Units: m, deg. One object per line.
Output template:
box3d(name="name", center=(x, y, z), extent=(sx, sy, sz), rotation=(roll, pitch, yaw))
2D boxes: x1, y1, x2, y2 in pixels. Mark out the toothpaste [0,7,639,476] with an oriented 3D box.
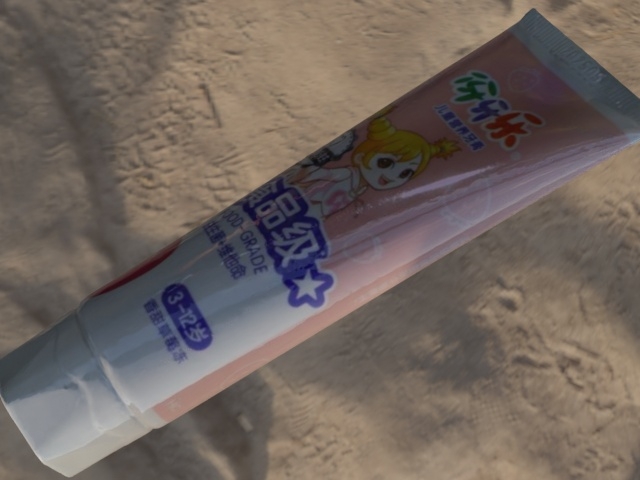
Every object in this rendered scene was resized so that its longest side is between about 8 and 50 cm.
box3d(name="toothpaste", center=(0.000, 0.000, 0.326), extent=(0.194, 0.043, 0.067), rotation=(-33, 47, -3))
